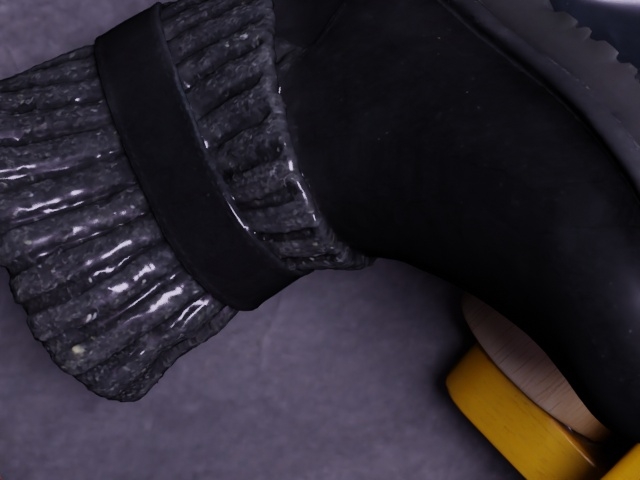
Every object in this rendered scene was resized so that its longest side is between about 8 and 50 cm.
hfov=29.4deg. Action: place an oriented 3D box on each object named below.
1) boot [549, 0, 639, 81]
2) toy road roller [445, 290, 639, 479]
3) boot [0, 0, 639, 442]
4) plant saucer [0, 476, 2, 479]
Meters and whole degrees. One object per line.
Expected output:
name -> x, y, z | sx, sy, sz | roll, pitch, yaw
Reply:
boot -> 0.245, -0.146, 0.597 | 0.246, 0.207, 0.094 | 15, 61, -18
toy road roller -> 0.201, 0.100, 0.556 | 0.329, 0.240, 0.202 | 46, 110, 17
boot -> 0.001, 0.002, 0.528 | 0.260, 0.348, 0.131 | -32, 141, -1
plant saucer -> -0.254, 0.211, 0.576 | 0.259, 0.047, 0.258 | -17, 135, -8
